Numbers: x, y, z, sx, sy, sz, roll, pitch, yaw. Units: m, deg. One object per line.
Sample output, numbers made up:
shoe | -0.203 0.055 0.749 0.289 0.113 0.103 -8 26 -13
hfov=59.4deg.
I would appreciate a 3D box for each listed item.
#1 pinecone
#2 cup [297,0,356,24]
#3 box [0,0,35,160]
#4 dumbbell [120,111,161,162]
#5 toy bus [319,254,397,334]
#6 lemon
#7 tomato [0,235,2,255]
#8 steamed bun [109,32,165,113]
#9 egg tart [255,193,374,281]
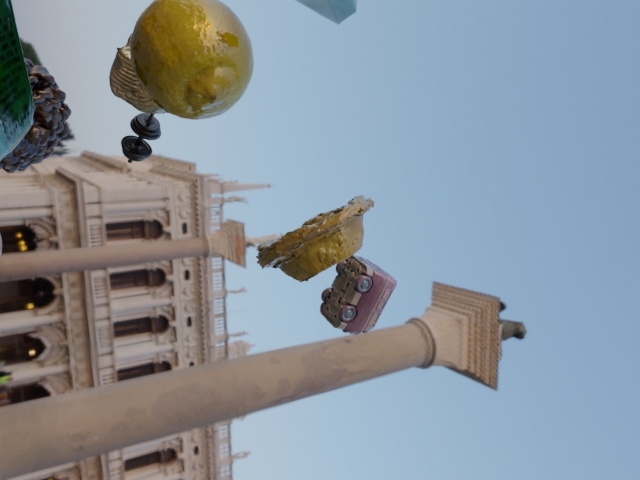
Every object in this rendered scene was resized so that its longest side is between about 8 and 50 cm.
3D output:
pinecone | -1.012 -0.406 1.742 0.397 0.397 0.398 19 -68 58
cup | 0.007 -0.599 1.329 0.148 0.235 0.134 5 -87 16
box | -0.588 -0.320 0.937 0.264 0.106 0.337 -114 -159 -59
dumbbell | -0.558 -0.319 1.746 0.208 0.099 0.099 -50 -128 35
toy bus | 0.104 0.156 1.580 0.142 0.142 0.203 39 -76 54
lemon | -0.348 -0.502 1.525 0.348 0.347 0.348 19 -68 58
tomato | -0.922 0.016 1.440 0.136 0.195 0.195 -49 -127 37
steamed bun | -0.546 -0.580 1.932 0.206 0.319 0.275 -62 152 -67
egg tart | 0.000 0.000 1.220 0.118 0.288 0.288 60 -31 -1
